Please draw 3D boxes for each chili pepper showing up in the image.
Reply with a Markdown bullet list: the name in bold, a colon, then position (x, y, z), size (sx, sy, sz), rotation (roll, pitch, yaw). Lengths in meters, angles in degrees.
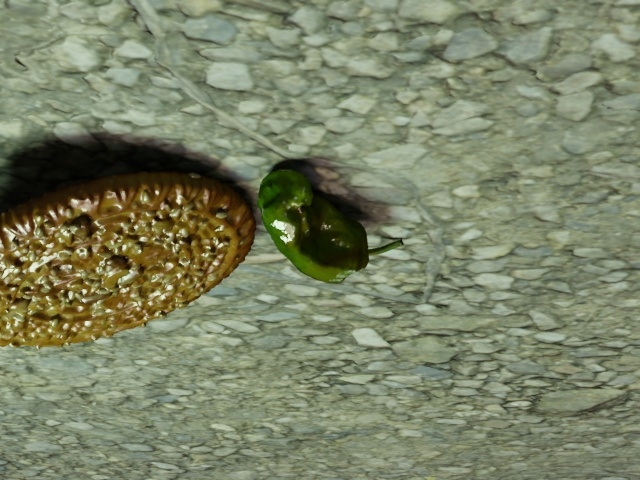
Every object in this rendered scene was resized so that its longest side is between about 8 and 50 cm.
- **chili pepper**: position (0.002, 0.002, 1.336), size (0.073, 0.072, 0.204), rotation (-11, 154, 25)

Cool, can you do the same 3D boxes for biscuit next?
- **biscuit**: position (-0.202, 0.028, 1.344), size (0.305, 0.038, 0.305), rotation (-16, 156, -7)
